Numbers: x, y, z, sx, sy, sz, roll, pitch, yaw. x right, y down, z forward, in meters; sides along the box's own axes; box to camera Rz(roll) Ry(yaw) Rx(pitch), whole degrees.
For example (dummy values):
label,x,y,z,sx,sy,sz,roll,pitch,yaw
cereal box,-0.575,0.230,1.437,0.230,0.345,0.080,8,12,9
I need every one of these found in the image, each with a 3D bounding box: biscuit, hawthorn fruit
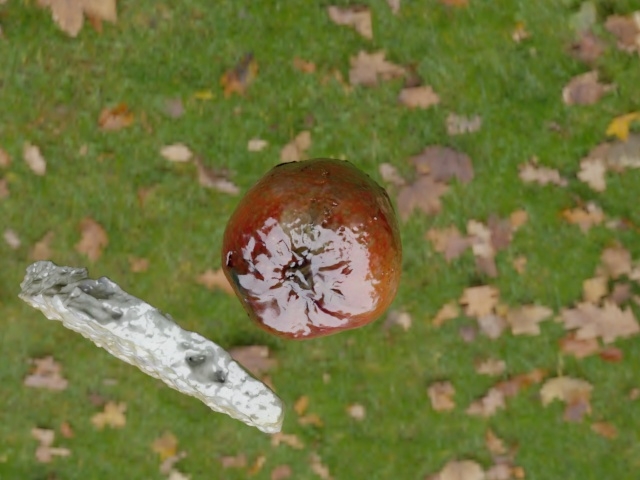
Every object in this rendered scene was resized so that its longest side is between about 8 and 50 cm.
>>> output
label,x,y,z,sx,sy,sz,roll,pitch,yaw
biscuit,-0.132,0.072,1.005,0.265,0.040,0.188,24,165,27
hawthorn fruit,-0.001,0.001,0.529,0.077,0.077,0.077,-1,136,-1
